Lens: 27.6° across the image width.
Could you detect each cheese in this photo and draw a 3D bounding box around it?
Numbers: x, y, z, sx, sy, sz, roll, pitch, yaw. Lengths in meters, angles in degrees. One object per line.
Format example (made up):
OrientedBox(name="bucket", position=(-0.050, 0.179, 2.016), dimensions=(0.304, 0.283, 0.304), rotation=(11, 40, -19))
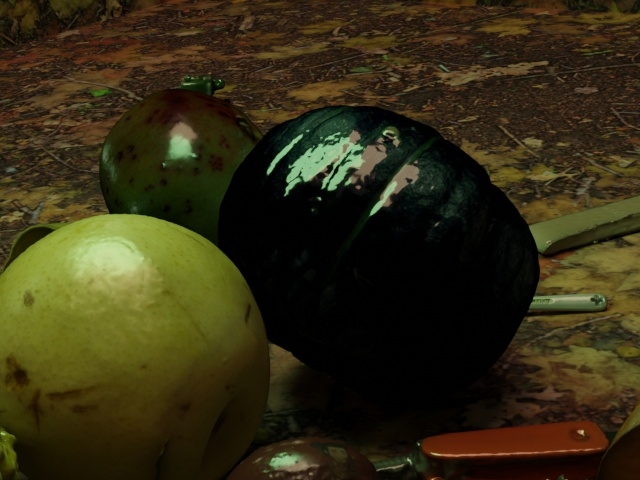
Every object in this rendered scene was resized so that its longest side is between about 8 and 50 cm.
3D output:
OrientedBox(name="cheese", position=(0.480, -0.042, 1.959), dimensions=(0.400, 0.034, 0.085), rotation=(-14, 18, -22))

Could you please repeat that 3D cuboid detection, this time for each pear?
OrientedBox(name="pear", position=(-0.194, 0.124, 1.325), dimensions=(0.309, 0.309, 0.309), rotation=(-5, 21, 2))

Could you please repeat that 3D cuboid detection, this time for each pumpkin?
OrientedBox(name="pumpkin", position=(0.057, 0.020, 1.458), dimensions=(0.363, 0.363, 0.266), rotation=(14, 61, 41))

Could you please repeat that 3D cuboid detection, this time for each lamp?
OrientedBox(name="lamp", position=(-0.015, 0.253, 1.168), dimensions=(0.157, 0.156, 0.135), rotation=(-31, 56, 21))

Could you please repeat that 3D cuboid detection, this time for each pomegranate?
OrientedBox(name="pomegranate", position=(-0.204, -0.054, 1.922), dimensions=(0.291, 0.323, 0.291), rotation=(25, 8, -4))

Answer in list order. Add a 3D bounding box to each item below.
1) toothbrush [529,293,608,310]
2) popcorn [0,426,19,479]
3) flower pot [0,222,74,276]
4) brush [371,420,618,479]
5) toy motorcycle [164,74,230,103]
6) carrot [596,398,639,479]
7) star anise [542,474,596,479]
OrientedBox(name="toothbrush", position=(0.219, 0.088, 1.690), dimensions=(0.304, 0.030, 0.030), rotation=(-3, 21, 1))
OrientedBox(name="popcorn", position=(-0.375, 0.251, 1.164), dimensions=(0.249, 0.225, 0.249), rotation=(-19, 10, 3))
OrientedBox(name="flower pot", position=(-0.282, 0.063, 1.677), dimensions=(0.195, 0.195, 0.179), rotation=(7, 11, 29))
OrientedBox(name="brush", position=(0.180, 0.219, 1.313), dimensions=(0.323, 0.051, 0.070), rotation=(-7, 23, -4))
OrientedBox(name="toy motorcycle", position=(-0.217, -0.168, 2.221), dimensions=(0.127, 0.205, 0.275), rotation=(0, 16, 11))
OrientedBox(name="carrot", position=(0.364, 0.180, 1.185), dimensions=(0.196, 0.196, 0.254), rotation=(3, 22, 20))
OrientedBox(name="star anise", position=(0.242, 0.261, 1.188), dimensions=(0.124, 0.056, 0.129), rotation=(5, 25, -29))
